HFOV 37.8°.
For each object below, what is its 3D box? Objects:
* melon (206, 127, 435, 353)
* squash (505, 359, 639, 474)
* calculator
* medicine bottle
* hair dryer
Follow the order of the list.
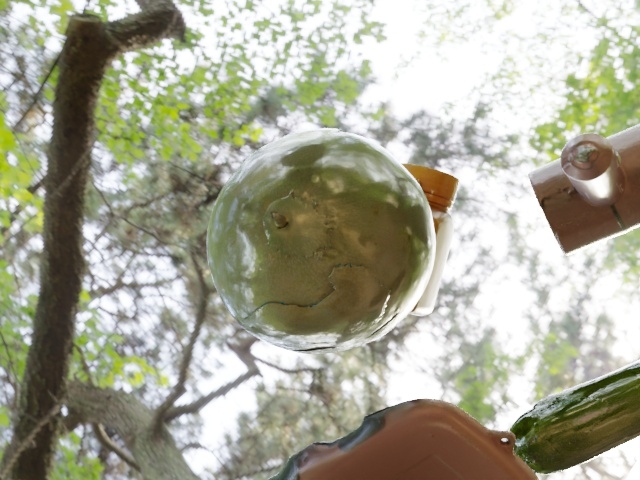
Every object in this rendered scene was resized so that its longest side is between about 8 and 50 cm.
[{"bbox_3d":[0.000,0.000,1.105,0.269,0.268,0.330,-65,-17,4],"label":"melon"},{"bbox_3d":[0.354,0.188,1.081,0.331,0.087,0.087,-15,-65,-25],"label":"squash"},{"bbox_3d":[0.062,0.274,0.941,0.220,0.048,0.329,42,-62,-19],"label":"calculator"},{"bbox_3d":[0.140,-0.001,1.464,0.149,0.112,0.222,20,-94,-71],"label":"medicine bottle"},{"bbox_3d":[0.355,-0.082,1.121,0.210,0.125,0.352,-24,-11,17],"label":"hair dryer"}]
